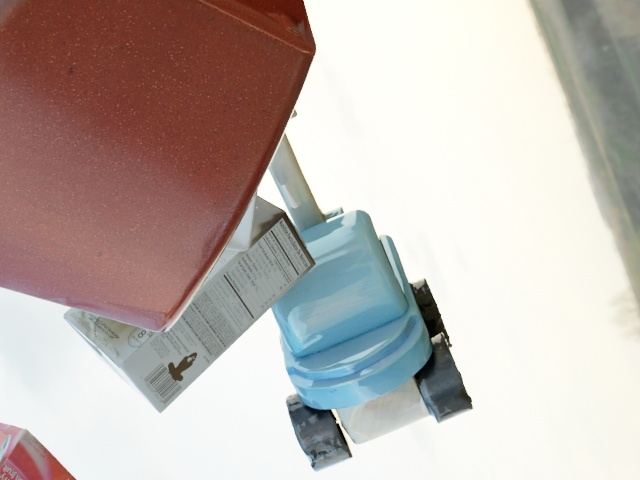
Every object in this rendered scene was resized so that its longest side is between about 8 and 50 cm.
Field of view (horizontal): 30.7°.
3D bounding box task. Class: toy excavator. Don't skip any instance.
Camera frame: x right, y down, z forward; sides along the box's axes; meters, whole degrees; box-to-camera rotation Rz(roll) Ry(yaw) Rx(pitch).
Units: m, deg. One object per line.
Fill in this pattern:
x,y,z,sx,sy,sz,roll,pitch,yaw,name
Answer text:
0.000,0.000,1.519,0.433,0.222,0.445,-104,-9,-61,toy excavator

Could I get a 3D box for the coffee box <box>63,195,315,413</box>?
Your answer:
-0.147,0.055,1.317,0.141,0.246,0.098,30,158,45,coffee box

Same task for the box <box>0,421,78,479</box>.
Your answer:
-0.403,0.384,1.576,0.154,0.142,0.300,-59,-42,-31,box

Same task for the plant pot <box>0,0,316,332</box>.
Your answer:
-0.155,-0.138,0.761,0.267,0.236,0.267,21,-139,-37,plant pot

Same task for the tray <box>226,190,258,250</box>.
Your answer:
-0.125,-0.116,1.140,0.030,0.145,0.270,110,167,-64,tray
